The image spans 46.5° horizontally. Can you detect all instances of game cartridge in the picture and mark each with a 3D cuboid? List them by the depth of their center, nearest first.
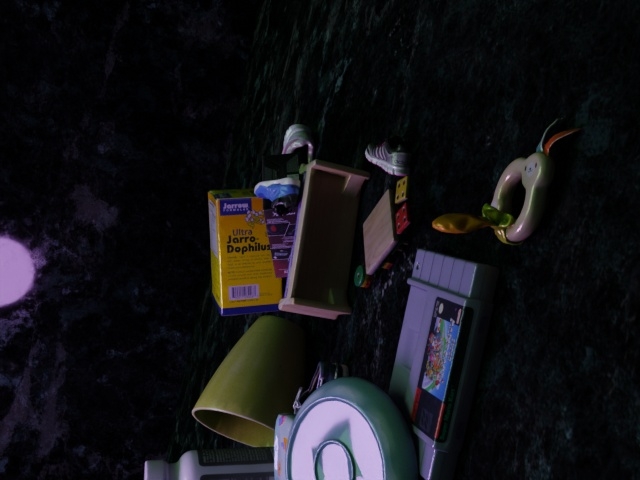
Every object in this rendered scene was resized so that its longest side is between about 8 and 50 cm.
[{"bbox_3d":[0.190,0.199,1.255,0.230,0.068,0.355,-161,82,-76],"label":"game cartridge"}]

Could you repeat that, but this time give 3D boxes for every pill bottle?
[{"bbox_3d":[-0.227,0.595,1.746,0.210,0.362,0.210,-178,90,-77],"label":"pill bottle"}]

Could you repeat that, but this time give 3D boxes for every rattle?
[{"bbox_3d":[0.265,-0.096,1.079,0.130,0.142,0.200,-71,0,-48],"label":"rattle"}]

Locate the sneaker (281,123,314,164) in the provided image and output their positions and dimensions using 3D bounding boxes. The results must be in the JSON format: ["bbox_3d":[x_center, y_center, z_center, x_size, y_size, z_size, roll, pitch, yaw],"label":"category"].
[{"bbox_3d":[-0.084,-0.221,2.263,0.111,0.103,0.252,-120,40,-61],"label":"sneaker"}]

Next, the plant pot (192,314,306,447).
[{"bbox_3d":[-0.148,0.351,1.915,0.275,0.274,0.294,-45,22,60],"label":"plant pot"}]

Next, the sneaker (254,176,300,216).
[{"bbox_3d":[-0.111,-0.099,1.810,0.152,0.058,0.085,-7,70,43],"label":"sneaker"}]

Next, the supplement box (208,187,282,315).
[{"bbox_3d":[-0.231,0.029,2.288,0.194,0.195,0.357,-143,51,-70],"label":"supplement box"}]

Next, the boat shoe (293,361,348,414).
[{"bbox_3d":[-0.018,0.377,1.719,0.095,0.079,0.254,-92,26,-52],"label":"boat shoe"}]

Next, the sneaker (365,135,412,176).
[{"bbox_3d":[0.151,-0.192,1.598,0.170,0.063,0.075,-132,55,-62],"label":"sneaker"}]

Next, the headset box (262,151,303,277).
[{"bbox_3d":[-0.086,-0.056,2.019,0.293,0.110,0.218,83,-178,-47],"label":"headset box"}]

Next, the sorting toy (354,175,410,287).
[{"bbox_3d":[0.141,-0.019,1.545,0.274,0.046,0.132,122,153,-49],"label":"sorting toy"}]

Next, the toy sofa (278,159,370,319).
[{"bbox_3d":[0.000,0.000,1.799,0.177,0.150,0.363,164,116,-69],"label":"toy sofa"}]

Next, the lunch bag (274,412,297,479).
[{"bbox_3d":[0.000,0.496,1.486,0.223,0.160,0.262,14,99,63],"label":"lunch bag"}]

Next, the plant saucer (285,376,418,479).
[{"bbox_3d":[0.035,0.396,1.291,0.317,0.043,0.318,-13,72,47],"label":"plant saucer"}]
